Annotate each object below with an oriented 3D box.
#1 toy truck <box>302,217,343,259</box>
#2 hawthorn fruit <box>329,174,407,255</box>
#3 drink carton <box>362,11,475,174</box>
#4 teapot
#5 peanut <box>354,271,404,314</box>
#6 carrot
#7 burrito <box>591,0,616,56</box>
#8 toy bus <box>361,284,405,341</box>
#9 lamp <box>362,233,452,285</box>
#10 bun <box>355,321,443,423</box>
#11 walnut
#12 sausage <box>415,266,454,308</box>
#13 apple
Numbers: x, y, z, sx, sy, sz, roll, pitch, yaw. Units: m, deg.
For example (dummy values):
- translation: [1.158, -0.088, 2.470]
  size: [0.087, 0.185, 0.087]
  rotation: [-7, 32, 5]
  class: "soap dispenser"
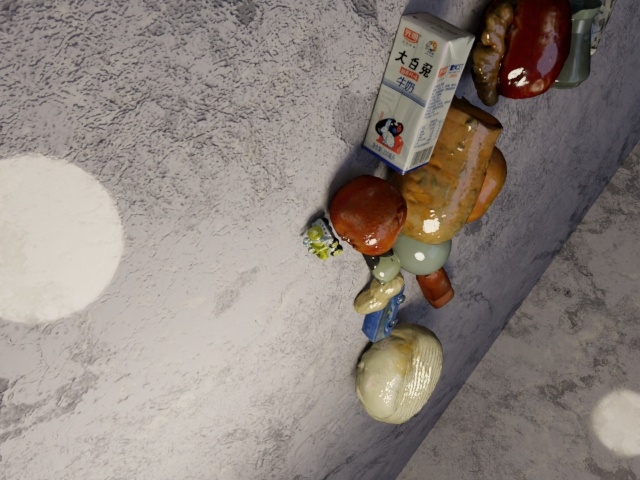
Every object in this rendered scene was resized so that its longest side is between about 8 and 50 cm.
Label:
- translation: [0.000, 0.000, 1.570]
  size: [0.077, 0.076, 0.111]
  rotation: [-28, 151, 1]
  class: "toy truck"
- translation: [0.121, -0.071, 1.551]
  size: [0.200, 0.179, 0.179]
  rotation: [-47, 152, -12]
  class: "hawthorn fruit"
- translation: [0.202, -0.309, 1.441]
  size: [0.107, 0.131, 0.315]
  rotation: [-26, 143, -43]
  class: "drink carton"
- translation: [0.676, -0.551, 1.857]
  size: [0.203, 0.171, 0.225]
  rotation: [-42, 146, -41]
  class: "teapot"
- translation: [0.167, 0.154, 1.963]
  size: [0.082, 0.082, 0.187]
  rotation: [-13, 150, -51]
  class: "peanut"
- translation: [0.291, -0.167, 1.638]
  size: [0.224, 0.224, 0.340]
  rotation: [-9, 128, -53]
  class: "carrot"
- translation: [0.783, -0.671, 1.934]
  size: [0.139, 0.101, 0.445]
  rotation: [-43, 151, -41]
  class: "burrito"
- translation: [0.195, 0.213, 2.099]
  size: [0.094, 0.079, 0.236]
  rotation: [-29, 145, -35]
  class: "toy bus"
- translation: [0.240, 0.021, 1.854]
  size: [0.244, 0.197, 0.197]
  rotation: [-27, 150, 0]
  class: "lamp"
- translation: [0.255, 0.443, 2.316]
  size: [0.365, 0.219, 0.365]
  rotation: [-27, 127, -43]
  class: "bun"
- translation: [0.447, -0.455, 1.582]
  size: [0.244, 0.221, 0.269]
  rotation: [-16, 125, -18]
  class: "walnut"
- translation: [0.388, 0.150, 2.308]
  size: [0.097, 0.094, 0.348]
  rotation: [-38, 154, 0]
  class: "sausage"
- translation: [0.385, -0.162, 1.827]
  size: [0.234, 0.173, 0.210]
  rotation: [-64, -166, 4]
  class: "apple"
